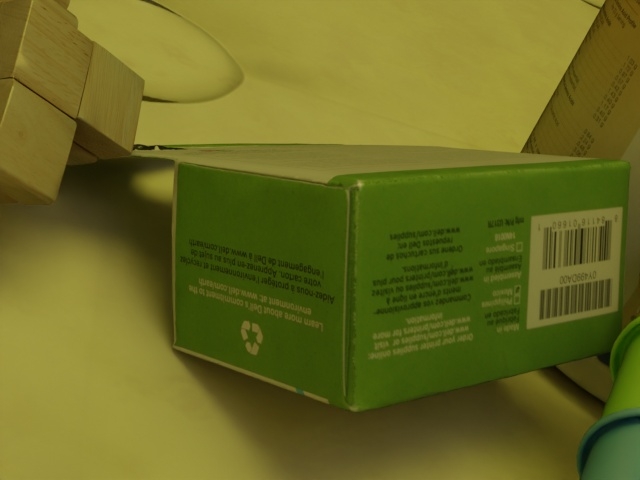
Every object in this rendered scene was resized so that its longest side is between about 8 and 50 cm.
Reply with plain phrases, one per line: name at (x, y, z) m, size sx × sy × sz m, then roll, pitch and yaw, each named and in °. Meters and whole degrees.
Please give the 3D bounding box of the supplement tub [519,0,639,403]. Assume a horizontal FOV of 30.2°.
supplement tub at (0.252, -0.068, 0.663) m, size 0.228 × 0.316 × 0.228 m, roll 18°, pitch 32°, yaw -12°

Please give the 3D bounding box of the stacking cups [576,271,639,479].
stacking cups at (0.141, 0.118, 0.468) m, size 0.096 × 0.096 × 0.316 m, roll 29°, pitch 45°, yaw 5°

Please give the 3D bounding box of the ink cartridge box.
ink cartridge box at (0.000, 0.000, 0.613) m, size 0.189 × 0.097 × 0.255 m, roll -6°, pitch 10°, yaw -41°

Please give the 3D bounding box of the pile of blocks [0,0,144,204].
pile of blocks at (-0.200, -0.124, 0.644) m, size 0.112 × 0.149 × 0.362 m, roll 37°, pitch 19°, yaw -51°
